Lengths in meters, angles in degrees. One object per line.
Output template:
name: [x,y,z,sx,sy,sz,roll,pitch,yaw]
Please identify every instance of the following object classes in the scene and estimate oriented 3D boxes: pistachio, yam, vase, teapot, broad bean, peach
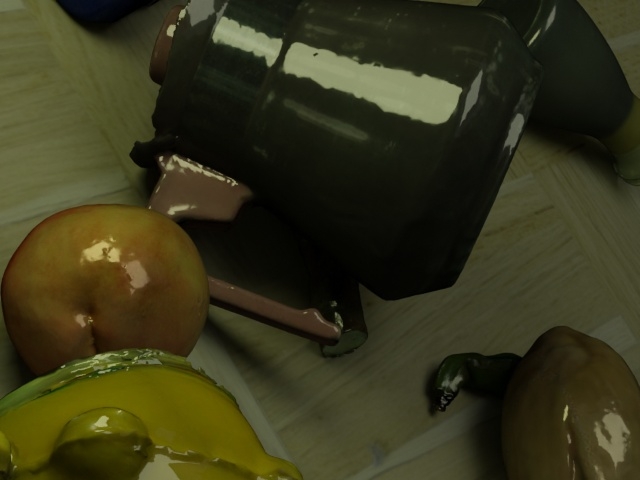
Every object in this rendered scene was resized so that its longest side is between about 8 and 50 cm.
pistachio: [0.278,0.231,1.757,0.181,0.162,0.293,53,27,-67]
yam: [0.000,0.000,1.738,0.061,0.061,0.252,9,56,-41]
vase: [0.345,-0.203,2.166,0.321,0.173,0.173,33,42,-29]
teapot: [-0.004,-0.095,1.609,0.362,0.305,0.376,22,77,3]
broad bean: [0.189,0.152,1.825,0.195,0.046,0.061,-4,76,-42]
peach: [-0.186,0.050,1.411,0.184,0.184,0.184,26,46,-30]

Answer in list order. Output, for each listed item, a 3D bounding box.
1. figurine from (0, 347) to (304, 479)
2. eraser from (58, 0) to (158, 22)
figurine: [-0.174,0.219,1.168,0.324,0.340,0.231,20,49,-33]
eraser: [-0.180,-0.347,1.790,0.155,0.101,0.332,52,39,-4]
